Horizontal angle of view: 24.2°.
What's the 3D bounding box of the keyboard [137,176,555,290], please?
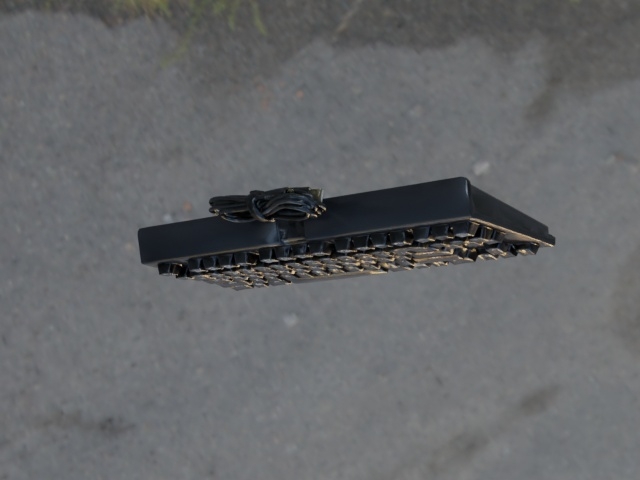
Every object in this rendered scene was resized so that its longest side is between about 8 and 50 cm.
[{"bbox_3d":[0.000,0.000,0.653,0.180,0.023,0.108,-9,159,37],"label":"keyboard"}]
